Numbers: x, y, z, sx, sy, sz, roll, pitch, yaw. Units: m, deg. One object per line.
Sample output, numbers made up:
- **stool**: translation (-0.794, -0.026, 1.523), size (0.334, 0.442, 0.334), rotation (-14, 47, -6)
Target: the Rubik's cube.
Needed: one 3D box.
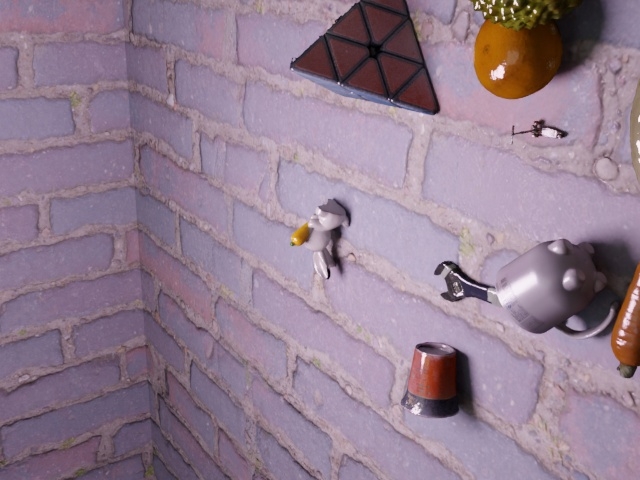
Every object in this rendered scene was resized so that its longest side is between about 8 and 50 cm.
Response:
- **Rubik's cube**: translation (0.093, -0.372, 1.495), size (0.229, 0.228, 0.233), rotation (-18, 130, 21)

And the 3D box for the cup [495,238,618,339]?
- **cup**: translation (0.402, 0.086, 1.208), size (0.142, 0.134, 0.173), rotation (-43, 64, 43)

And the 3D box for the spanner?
- **spanner**: translation (0.341, 0.114, 1.413), size (0.316, 0.024, 0.087), rotation (20, 119, 50)

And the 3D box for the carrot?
- **carrot**: translation (0.508, 0.068, 1.116), size (0.069, 0.069, 0.336), rotation (28, 121, 49)

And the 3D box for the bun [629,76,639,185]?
- **bun**: translation (0.553, -0.135, 0.823), size (0.349, 0.227, 0.352), rotation (61, 141, 23)

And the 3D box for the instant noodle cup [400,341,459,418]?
- **instant noodle cup**: translation (0.242, 0.296, 1.546), size (0.127, 0.127, 0.135), rotation (16, 106, 53)

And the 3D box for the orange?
- **orange**: translation (0.328, -0.312, 1.192), size (0.156, 0.124, 0.156), rotation (-179, 90, -68)

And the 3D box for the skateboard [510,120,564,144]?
- **skateboard**: translation (0.363, -0.180, 1.218), size (0.064, 0.083, 0.032), rotation (29, 124, 47)

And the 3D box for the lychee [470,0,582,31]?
- **lychee**: translation (0.321, -0.466, 1.028), size (0.270, 0.270, 0.320), rotation (36, 133, 45)

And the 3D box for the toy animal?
- **toy animal**: translation (0.000, 0.000, 1.780), size (0.127, 0.131, 0.181), rotation (29, 116, 5)
